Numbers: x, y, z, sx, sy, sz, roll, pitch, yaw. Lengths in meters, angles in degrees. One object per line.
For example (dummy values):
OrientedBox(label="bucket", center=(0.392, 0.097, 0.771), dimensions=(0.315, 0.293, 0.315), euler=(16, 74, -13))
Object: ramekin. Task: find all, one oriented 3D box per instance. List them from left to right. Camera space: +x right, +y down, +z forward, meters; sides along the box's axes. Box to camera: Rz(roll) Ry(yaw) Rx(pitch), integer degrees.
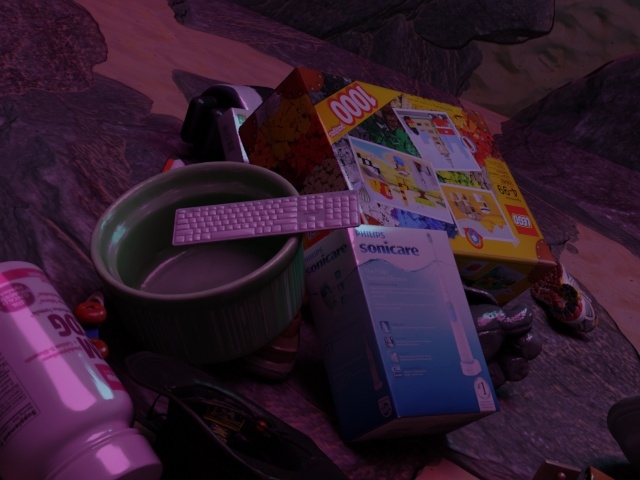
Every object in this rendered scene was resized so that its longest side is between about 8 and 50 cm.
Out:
OrientedBox(label="ramekin", center=(-0.162, 0.035, 1.640), dimensions=(0.303, 0.148, 0.303), euler=(-6, 39, 5))

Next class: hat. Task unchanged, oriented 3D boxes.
OrientedBox(label="hat", center=(-0.121, 0.256, 1.338), dimensions=(0.331, 0.134, 0.331), euler=(32, 0, 0))

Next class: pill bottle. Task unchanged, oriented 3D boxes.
OrientedBox(label="pill bottle", center=(-0.304, 0.174, 1.265), dimensions=(0.283, 0.160, 0.160), euler=(51, 31, 19))

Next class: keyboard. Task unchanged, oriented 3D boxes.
OrientedBox(label="keyboard", center=(-0.074, -0.030, 1.569), dimensions=(0.256, 0.014, 0.072), euler=(-6, 39, 5))

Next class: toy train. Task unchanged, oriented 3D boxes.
OrientedBox(label="toy train", center=(-0.349, 0.126, 1.480), dimensions=(0.143, 0.105, 0.248), euler=(3, 27, -14))

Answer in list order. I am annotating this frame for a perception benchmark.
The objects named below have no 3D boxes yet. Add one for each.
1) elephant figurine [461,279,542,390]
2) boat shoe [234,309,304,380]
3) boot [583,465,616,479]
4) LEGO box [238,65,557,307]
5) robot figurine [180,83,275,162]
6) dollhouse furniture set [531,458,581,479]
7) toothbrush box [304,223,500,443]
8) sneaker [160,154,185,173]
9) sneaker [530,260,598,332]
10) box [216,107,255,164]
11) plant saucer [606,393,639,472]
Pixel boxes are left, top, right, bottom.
OrientedBox(label="elephant figurine", center=(0.256, 0.149, 1.992), dimensions=(0.169, 0.186, 0.239), euler=(-30, 29, -10))
OrientedBox(label="boat shoe", center=(-0.089, 0.084, 1.791), dimensions=(0.123, 0.116, 0.324), euler=(13, 25, -26))
OrientedBox(label="boot", center=(0.472, 0.387, 1.542), dimensions=(0.280, 0.096, 0.264), euler=(28, 41, 4))
OrientedBox(label="LEGO box", center=(0.141, -0.075, 2.082), dimensions=(0.500, 0.193, 0.372), euler=(6, 52, -44))
OrientedBox(label="robot figurine", center=(-0.154, -0.229, 2.361), dimensions=(0.278, 0.173, 0.209), euler=(-5, 71, -50))
OrientedBox(label="dollhouse furniture set", center=(0.351, 0.398, 1.524), dimensions=(0.144, 0.123, 0.151), euler=(17, 23, -16))
OrientedBox(label="toothbrush box", center=(0.113, 0.134, 1.696), dimensions=(0.216, 0.126, 0.296), euler=(3, 65, -41))
OrientedBox(label="sneaker", center=(-0.223, -0.048, 1.991), dimensions=(0.145, 0.090, 0.270), euler=(21, 26, -10))
OrientedBox(label="sneaker", center=(0.501, 0.121, 2.370), dimensions=(0.092, 0.088, 0.225), euler=(38, 17, -21))
OrientedBox(label="box", center=(-0.040, -0.129, 2.241), dimensions=(0.322, 0.058, 0.232), euler=(2, 67, -41))
OrientedBox(label="plant saucer", center=(0.621, 0.355, 1.735), dimensions=(0.400, 0.101, 0.400), euler=(18, -23, 8))
